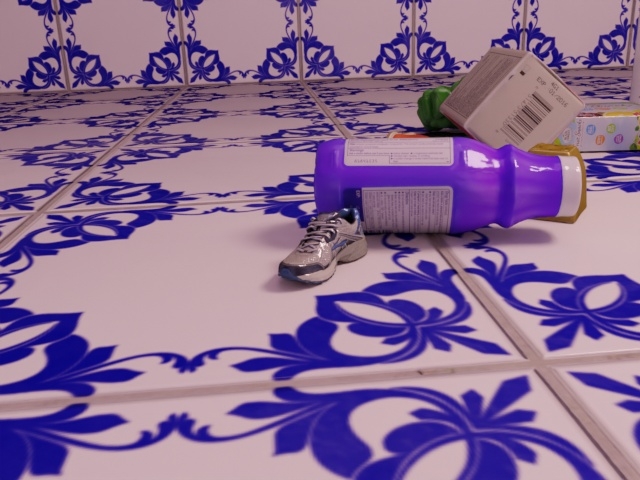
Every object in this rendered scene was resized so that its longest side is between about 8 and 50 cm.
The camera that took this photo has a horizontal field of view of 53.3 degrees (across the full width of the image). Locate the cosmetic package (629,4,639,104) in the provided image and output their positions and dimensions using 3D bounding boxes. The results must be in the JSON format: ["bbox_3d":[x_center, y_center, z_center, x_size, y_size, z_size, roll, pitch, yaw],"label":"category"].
[{"bbox_3d":[0.836,-0.364,1.273,0.377,0.284,0.097,11,23,36],"label":"cosmetic package"}]

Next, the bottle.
[{"bbox_3d":[0.136,-0.060,0.711,0.283,0.118,0.092,0,63,8],"label":"bottle"}]

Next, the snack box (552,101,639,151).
[{"bbox_3d":[0.518,-0.217,1.205,0.207,0.070,0.174,0,19,3],"label":"snack box"}]

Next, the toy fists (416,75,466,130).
[{"bbox_3d":[0.305,-0.277,1.309,0.142,0.096,0.279,5,0,-24],"label":"toy fists"}]

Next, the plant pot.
[{"bbox_3d":[0.285,-0.076,0.791,0.081,0.083,0.081,9,23,30],"label":"plant pot"}]

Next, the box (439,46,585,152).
[{"bbox_3d":[0.309,-0.223,1.067,0.127,0.148,0.232,38,15,-11],"label":"box"}]

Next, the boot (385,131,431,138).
[{"bbox_3d":[0.160,-0.153,1.080,0.084,0.059,0.158,14,23,28],"label":"boot"}]

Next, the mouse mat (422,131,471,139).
[{"bbox_3d":[0.291,-0.206,1.298,0.190,0.007,0.152,7,20,22],"label":"mouse mat"}]

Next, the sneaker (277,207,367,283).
[{"bbox_3d":[0.000,0.000,0.638,0.052,0.058,0.135,9,22,29],"label":"sneaker"}]
